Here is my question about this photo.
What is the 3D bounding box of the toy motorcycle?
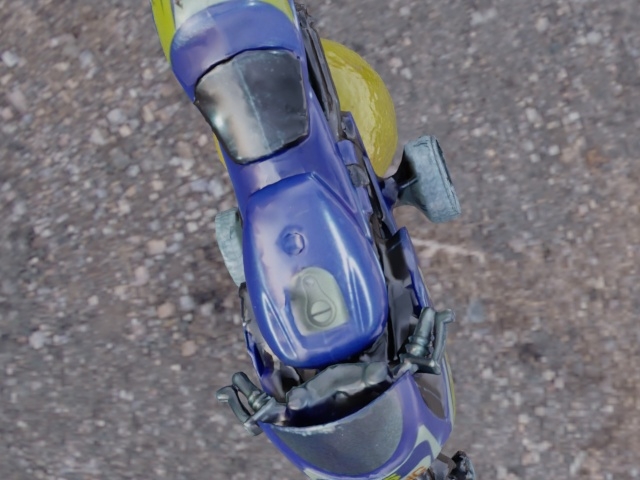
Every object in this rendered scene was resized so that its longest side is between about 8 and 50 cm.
[{"bbox_3d":[0.000,0.000,0.537,0.113,0.169,0.315,-20,85,11],"label":"toy motorcycle"}]

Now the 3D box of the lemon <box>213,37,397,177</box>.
[{"bbox_3d":[-0.010,-0.069,0.758,0.133,0.109,0.109,31,63,-67],"label":"lemon"}]
